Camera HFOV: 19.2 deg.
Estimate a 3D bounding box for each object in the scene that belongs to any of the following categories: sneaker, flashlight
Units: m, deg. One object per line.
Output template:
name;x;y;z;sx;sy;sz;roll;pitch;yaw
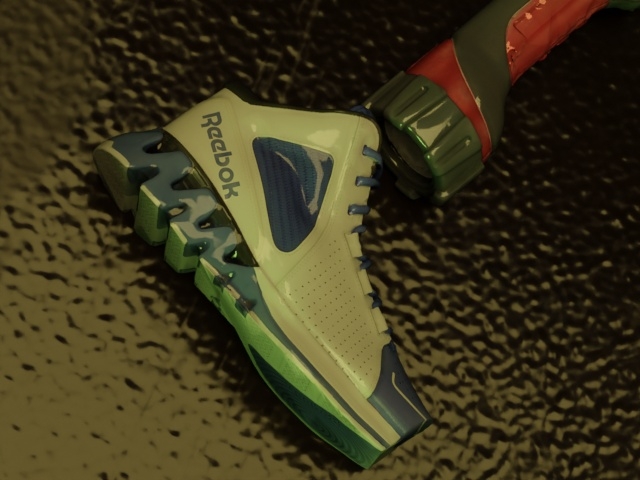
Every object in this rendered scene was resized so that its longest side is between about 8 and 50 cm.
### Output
sneaker;-0.001;-0.001;1.391;0.182;0.127;0.315;-39;86;-15
flashlight;0.168;-0.154;1.478;0.304;0.103;0.103;-39;114;-18
